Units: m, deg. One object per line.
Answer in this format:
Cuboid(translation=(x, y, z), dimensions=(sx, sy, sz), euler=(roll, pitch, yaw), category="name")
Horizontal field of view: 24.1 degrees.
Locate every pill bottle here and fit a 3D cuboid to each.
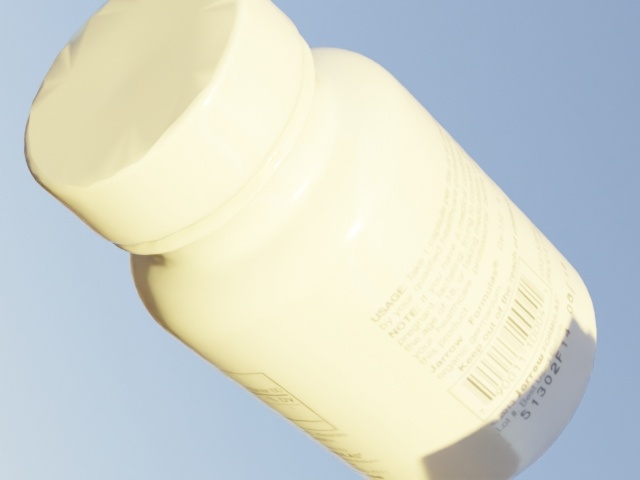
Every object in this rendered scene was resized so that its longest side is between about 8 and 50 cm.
Cuboid(translation=(0.000, 0.000, 0.587), dimensions=(0.229, 0.131, 0.131), euler=(42, -9, -38), category="pill bottle")
